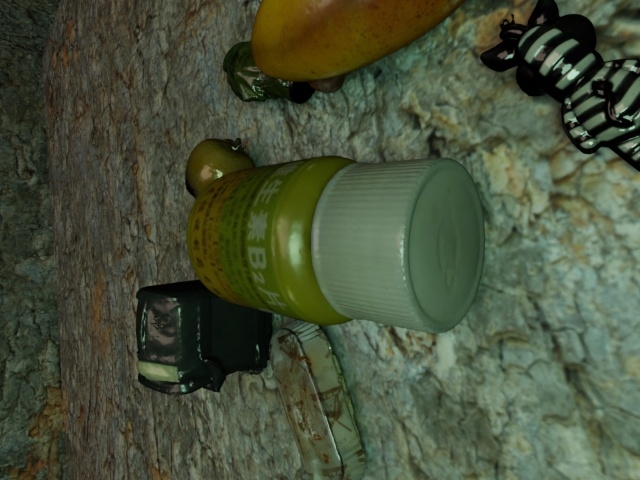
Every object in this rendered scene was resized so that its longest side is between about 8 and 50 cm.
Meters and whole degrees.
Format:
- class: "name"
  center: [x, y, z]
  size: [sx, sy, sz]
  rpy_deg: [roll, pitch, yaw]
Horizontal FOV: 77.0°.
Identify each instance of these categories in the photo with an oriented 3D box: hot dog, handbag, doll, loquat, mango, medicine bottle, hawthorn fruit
- class: "hot dog"
  center: [-0.011, 0.261, 0.659]
  size: [0.144, 0.075, 0.268]
  rpy_deg: [-35, 68, 43]
- class: "handbag"
  center: [-0.206, 0.164, 0.728]
  size: [0.181, 0.254, 0.182]
  rpy_deg: [0, 91, 33]
- class: "doll"
  center: [0.264, -0.160, 0.406]
  size: [0.091, 0.067, 0.219]
  rpy_deg: [-47, 63, 29]
- class: "loquat"
  center: [-0.202, -0.134, 0.820]
  size: [0.163, 0.137, 0.163]
  rpy_deg: [-34, 49, 51]
- class: "mango"
  center: [0.042, -0.332, 0.524]
  size: [0.349, 0.199, 0.201]
  rpy_deg: [-26, 104, 23]
- class: "medicine bottle"
  center: [0.000, 0.000, 0.552]
  size: [0.384, 0.224, 0.225]
  rpy_deg: [3, 90, 44]
- class: "hawthorn fruit"
  center: [-0.007, -0.277, 0.654]
  size: [0.066, 0.103, 0.067]
  rpy_deg: [176, 90, -69]

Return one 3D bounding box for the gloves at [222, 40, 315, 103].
- class: "gloves"
  center: [-0.116, -0.321, 0.770]
  size: [0.268, 0.107, 0.135]
  rpy_deg: [24, 75, 45]
